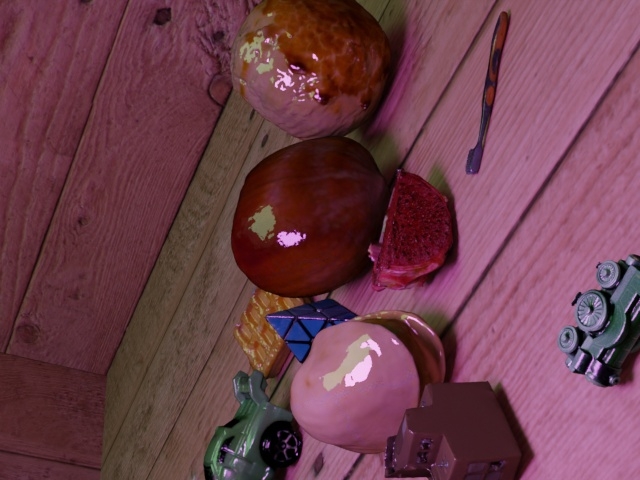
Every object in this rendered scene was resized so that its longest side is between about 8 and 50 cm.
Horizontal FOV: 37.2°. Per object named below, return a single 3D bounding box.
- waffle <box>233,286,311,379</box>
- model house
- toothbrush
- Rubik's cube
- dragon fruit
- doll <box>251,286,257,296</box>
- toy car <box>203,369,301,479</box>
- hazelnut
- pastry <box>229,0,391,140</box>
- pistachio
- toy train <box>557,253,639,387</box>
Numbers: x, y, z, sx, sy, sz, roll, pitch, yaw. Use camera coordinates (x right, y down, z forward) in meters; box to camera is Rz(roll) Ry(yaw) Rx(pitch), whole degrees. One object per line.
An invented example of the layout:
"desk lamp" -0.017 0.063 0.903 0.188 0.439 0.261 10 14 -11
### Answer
"waffle" -0.118 0.201 2.373 0.168 0.057 0.274 51 127 33
"model house" 0.181 0.362 1.453 0.181 0.176 0.248 -108 23 -56
"toothbrush" 0.311 -0.275 1.762 0.031 0.023 0.321 -2 73 66
"Rubik's cube" 0.031 0.171 2.099 0.178 0.211 0.190 -19 29 40
"dragon fruit" 0.169 0.007 1.793 0.161 0.126 0.274 115 170 -49
"doll" -0.113 0.172 2.466 0.179 0.075 0.120 38 114 39
"toy car" -0.178 0.493 2.183 0.359 0.176 0.213 -63 16 -16
"hazelnut" -0.020 -0.047 2.035 0.366 0.365 0.366 -51 30 45
"pastry" -0.013 -0.423 2.213 0.313 0.388 0.389 -49 30 33
"pistachio" 0.079 0.252 1.686 0.238 0.229 0.321 52 131 13
"toy train" 0.380 0.107 1.228 0.178 0.071 0.105 -65 33 19
